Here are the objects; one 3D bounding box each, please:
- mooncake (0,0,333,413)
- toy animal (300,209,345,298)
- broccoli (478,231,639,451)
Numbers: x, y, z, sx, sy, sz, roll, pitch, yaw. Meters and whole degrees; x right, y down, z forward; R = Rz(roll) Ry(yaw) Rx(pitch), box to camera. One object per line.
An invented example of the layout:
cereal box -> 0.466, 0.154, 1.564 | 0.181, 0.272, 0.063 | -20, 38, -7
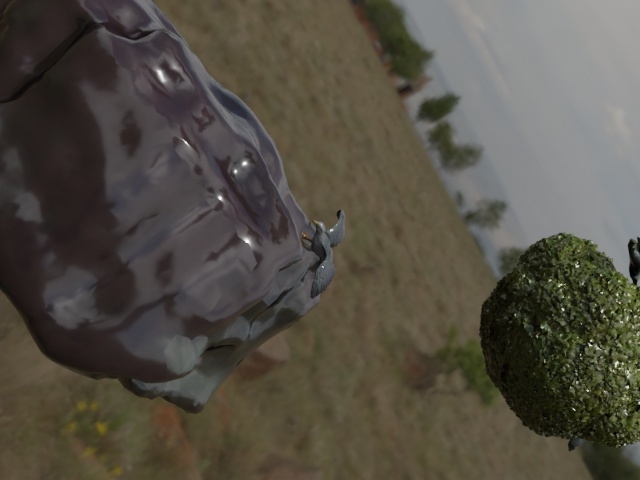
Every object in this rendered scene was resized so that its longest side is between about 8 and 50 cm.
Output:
mooncake -> -0.142, -0.043, 0.970 | 0.351, 0.212, 0.381 | 52, 2, 0
toy animal -> -0.001, 0.000, 0.960 | 0.050, 0.028, 0.084 | 50, 44, -42
broccoli -> 0.157, 0.060, 0.727 | 0.120, 0.130, 0.131 | -13, 88, -42
